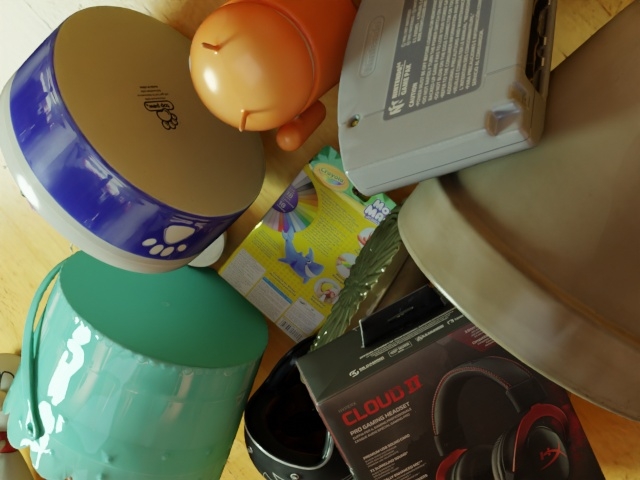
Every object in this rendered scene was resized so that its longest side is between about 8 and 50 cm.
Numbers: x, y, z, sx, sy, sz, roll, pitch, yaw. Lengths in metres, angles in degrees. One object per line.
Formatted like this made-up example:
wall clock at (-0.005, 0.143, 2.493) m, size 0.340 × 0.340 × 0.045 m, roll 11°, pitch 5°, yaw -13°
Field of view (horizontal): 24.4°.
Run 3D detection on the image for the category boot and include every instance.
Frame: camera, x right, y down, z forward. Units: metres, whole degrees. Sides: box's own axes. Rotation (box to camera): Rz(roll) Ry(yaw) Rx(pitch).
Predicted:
boot at (0.143, 0.108, 1.510) m, size 0.269 × 0.089 × 0.236 m, roll 28°, pitch 100°, yaw -18°

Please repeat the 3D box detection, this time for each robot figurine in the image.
robot figurine at (-0.043, -0.183, 1.403) m, size 0.128 × 0.219 × 0.158 m, roll 28°, pitch 125°, yaw 12°

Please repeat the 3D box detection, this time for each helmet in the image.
helmet at (0.003, 0.201, 1.605) m, size 0.169 × 0.169 × 0.161 m, roll 38°, pitch 105°, yaw 6°

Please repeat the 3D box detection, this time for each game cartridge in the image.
game cartridge at (0.111, -0.175, 1.300) m, size 0.196 × 0.294 × 0.060 m, roll -12°, pitch 138°, yaw 31°

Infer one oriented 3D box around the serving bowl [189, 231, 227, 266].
serving bowl at (-0.139, -0.013, 1.661) m, size 0.083 × 0.027 × 0.083 m, roll 12°, pitch 120°, yaw 22°

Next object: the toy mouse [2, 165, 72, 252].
toy mouse at (-0.295, -0.056, 1.719) m, size 0.161 × 0.031 × 0.143 m, roll 2°, pitch 115°, yaw 27°

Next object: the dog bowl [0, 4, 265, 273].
dog bowl at (-0.187, -0.104, 1.493) m, size 0.265 × 0.265 × 0.104 m, roll 49°, pitch 124°, yaw -2°

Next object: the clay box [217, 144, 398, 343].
clay box at (0.000, 0.000, 1.578) m, size 0.127 × 0.053 × 0.222 m, roll 42°, pitch 125°, yaw 0°

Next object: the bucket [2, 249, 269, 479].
bucket at (-0.199, 0.140, 1.627) m, size 0.281 × 0.281 × 0.183 m, roll 29°, pitch 115°, yaw 12°

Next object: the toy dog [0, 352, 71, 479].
toy dog at (-0.414, 0.328, 1.883) m, size 0.220 × 0.161 × 0.333 m, roll -18°, pitch 112°, yaw 3°

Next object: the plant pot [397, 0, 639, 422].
plant pot at (0.276, -0.044, 1.284) m, size 0.323 × 0.323 × 0.280 m, roll 37°, pitch 109°, yaw 7°

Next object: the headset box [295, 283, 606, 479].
headset box at (0.126, 0.176, 1.421) m, size 0.218 × 0.110 × 0.293 m, roll -27°, pitch 112°, yaw -3°
